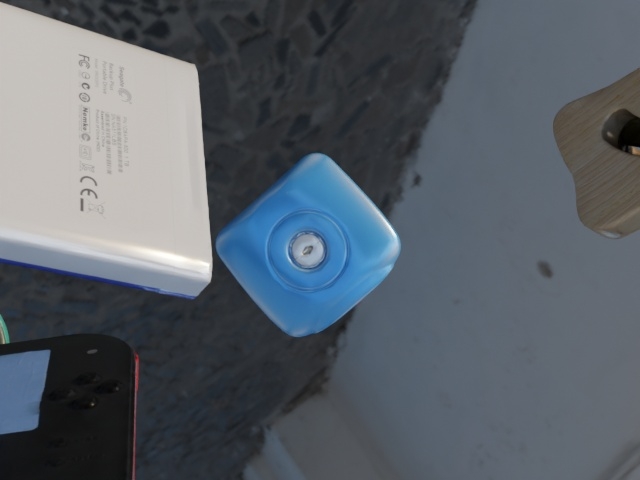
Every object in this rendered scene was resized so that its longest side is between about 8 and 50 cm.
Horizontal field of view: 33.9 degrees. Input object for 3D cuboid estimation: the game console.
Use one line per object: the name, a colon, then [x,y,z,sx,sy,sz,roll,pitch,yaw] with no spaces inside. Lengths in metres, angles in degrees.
game console: [-0.341,0.181,0.848,0.387,0.342,0.060,-8,108,-6]

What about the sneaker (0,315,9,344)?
sneaker: [-0.387,0.161,1.105,0.124,0.295,0.178,-2,180,-14]

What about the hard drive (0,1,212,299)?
hard drive: [-0.232,-0.083,0.735,0.319,0.210,0.040,14,142,-30]

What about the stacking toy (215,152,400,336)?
stacking toy: [0.000,0.000,1.303,0.175,0.165,0.302,-41,180,7]

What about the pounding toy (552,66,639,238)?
pounding toy: [0.207,-0.099,0.492,0.155,0.154,0.269,26,147,-25]
